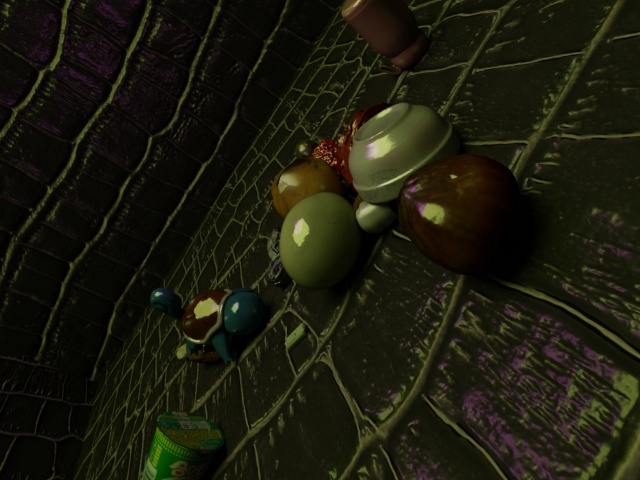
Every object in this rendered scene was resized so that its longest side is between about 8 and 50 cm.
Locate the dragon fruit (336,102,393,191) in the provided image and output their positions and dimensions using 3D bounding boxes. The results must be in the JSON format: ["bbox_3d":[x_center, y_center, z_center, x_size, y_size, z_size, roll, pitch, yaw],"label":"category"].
[{"bbox_3d":[0.113,-0.291,1.441,0.205,0.152,0.316,-25,36,57],"label":"dragon fruit"}]

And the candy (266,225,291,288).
[{"bbox_3d":[-0.145,0.050,1.672,0.088,0.061,0.312,-54,24,17],"label":"candy"}]

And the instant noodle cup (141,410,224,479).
[{"bbox_3d":[-0.414,0.645,1.341,0.232,0.207,0.207,-66,23,0],"label":"instant noodle cup"}]

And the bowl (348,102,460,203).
[{"bbox_3d":[0.183,-0.236,1.163,0.287,0.143,0.287,-32,23,16],"label":"bowl"}]

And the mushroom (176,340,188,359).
[{"bbox_3d":[-0.553,0.462,1.981,0.209,0.071,0.084,-33,66,50],"label":"mushroom"}]

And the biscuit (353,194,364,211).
[{"bbox_3d":[0.127,-0.104,1.370,0.119,0.019,0.129,-44,27,30],"label":"biscuit"}]

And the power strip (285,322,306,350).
[{"bbox_3d":[-0.067,0.268,1.310,0.090,0.016,0.040,-47,26,26],"label":"power strip"}]

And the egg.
[{"bbox_3d":[0.000,0.000,1.247,0.219,0.219,0.269,-25,37,52],"label":"egg"}]

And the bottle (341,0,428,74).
[{"bbox_3d":[0.216,-0.713,1.586,0.206,0.297,0.173,-36,32,33],"label":"bottle"}]

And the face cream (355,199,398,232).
[{"bbox_3d":[0.147,-0.070,1.204,0.095,0.091,0.091,-32,34,30],"label":"face cream"}]

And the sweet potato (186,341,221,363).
[{"bbox_3d":[-0.422,0.415,1.744,0.252,0.097,0.097,-12,51,49],"label":"sweet potato"}]

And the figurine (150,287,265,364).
[{"bbox_3d":[-0.376,0.257,1.645,0.417,0.242,0.297,4,45,17],"label":"figurine"}]

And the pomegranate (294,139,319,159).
[{"bbox_3d":[-0.053,-0.344,1.923,0.114,0.115,0.142,-100,22,-57],"label":"pomegranate"}]

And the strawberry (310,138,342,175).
[{"bbox_3d":[0.013,-0.265,1.682,0.188,0.106,0.285,-5,57,64],"label":"strawberry"}]

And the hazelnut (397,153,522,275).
[{"bbox_3d":[0.245,-0.052,0.844,0.217,0.217,0.251,-44,26,30],"label":"hazelnut"}]

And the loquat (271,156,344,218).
[{"bbox_3d":[-0.038,-0.153,1.497,0.235,0.235,0.235,-44,27,30],"label":"loquat"}]
